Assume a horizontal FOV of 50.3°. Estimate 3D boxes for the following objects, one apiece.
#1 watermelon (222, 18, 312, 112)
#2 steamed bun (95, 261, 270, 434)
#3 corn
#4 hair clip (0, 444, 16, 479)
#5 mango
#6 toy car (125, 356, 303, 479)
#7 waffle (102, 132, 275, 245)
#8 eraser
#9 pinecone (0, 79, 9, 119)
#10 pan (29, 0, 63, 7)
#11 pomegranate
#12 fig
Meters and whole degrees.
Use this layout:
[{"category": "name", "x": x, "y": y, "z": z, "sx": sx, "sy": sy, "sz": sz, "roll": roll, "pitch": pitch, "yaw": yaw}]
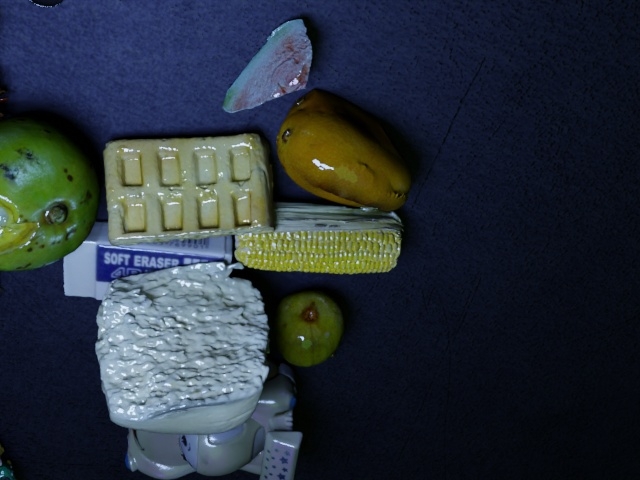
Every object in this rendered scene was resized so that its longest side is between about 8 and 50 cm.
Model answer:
[{"category": "watermelon", "x": -0.073, "y": -0.249, "z": 1.048, "sx": 0.180, "sy": 0.094, "sz": 0.081, "roll": -33, "pitch": 125, "yaw": 31}, {"category": "steamed bun", "x": -0.229, "y": 0.215, "z": 1.122, "sx": 0.290, "sy": 0.272, "sz": 0.274, "roll": 5, "pitch": 125, "yaw": -6}, {"category": "corn", "x": 0.000, "y": -0.004, "z": 1.200, "sx": 0.305, "sy": 0.122, "sz": 0.123, "roll": 4, "pitch": 91, "yaw": -12}, {"category": "hair clip", "x": -0.707, "y": 0.400, "z": 1.366, "sx": 0.091, "sy": 0.138, "sz": 0.321, "roll": -41, "pitch": 122, "yaw": -17}, {"category": "mango", "x": 0.042, "y": -0.124, "z": 1.094, "sx": 0.236, "sy": 0.166, "sz": 0.136, "roll": 21, "pitch": 122, "yaw": -18}, {"category": "toy car", "x": -0.214, "y": 0.375, "z": 1.341, "sx": 0.335, "sy": 0.226, "sz": 0.242, "roll": 3, "pitch": 122, "yaw": -11}, {"category": "waffle", "x": -0.212, "y": -0.084, "z": 1.098, "sx": 0.274, "sy": 0.057, "sz": 0.168, "roll": -4, "pitch": 82, "yaw": -4}, {"category": "eraser", "x": -0.301, "y": 0.041, "z": 1.202, "sx": 0.278, "sy": 0.081, "sz": 0.124, "roll": 6, "pitch": 123, "yaw": -11}, {"category": "pinecone", "x": -0.517, "y": -0.220, "z": 0.999, "sx": 0.102, "sy": 0.102, "sz": 0.109, "roll": -17, "pitch": 108, "yaw": 4}, {"category": "pan", "x": -0.389, "y": -0.386, "z": 0.951, "sx": 0.068, "sy": 0.023, "sz": 0.115, "roll": 0, "pitch": 125, "yaw": -7}, {"category": "pomegranate", "x": -0.488, "y": -0.074, "z": 1.046, "sx": 0.301, "sy": 0.236, "sz": 0.236, "roll": 9, "pitch": 128, "yaw": 26}, {"category": "fig", "x": -0.026, "y": 0.169, "z": 1.308, "sx": 0.147, "sy": 0.186, "sz": 0.142, "roll": -14, "pitch": 81, "yaw": -21}]
